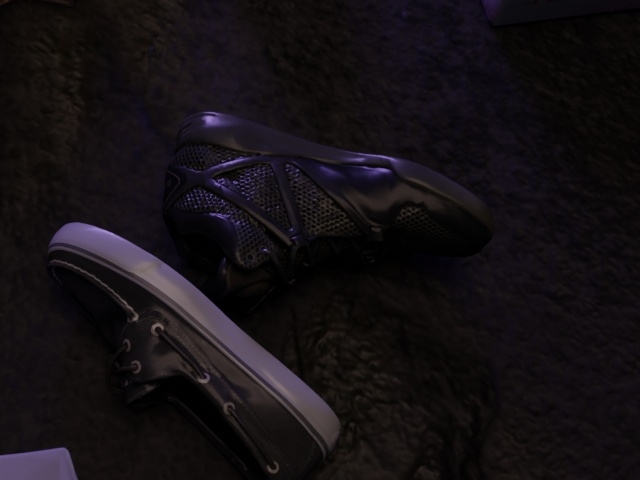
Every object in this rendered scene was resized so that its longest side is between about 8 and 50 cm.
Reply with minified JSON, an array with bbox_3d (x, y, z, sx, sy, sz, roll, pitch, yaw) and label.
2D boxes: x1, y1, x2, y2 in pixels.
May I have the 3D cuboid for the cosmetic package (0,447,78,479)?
[{"bbox_3d":[-0.299,0.216,0.588,0.385,0.217,0.156,0,59,-43],"label":"cosmetic package"}]

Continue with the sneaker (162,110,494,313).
[{"bbox_3d":[0.000,0.000,0.914,0.227,0.087,0.130,14,63,-1],"label":"sneaker"}]

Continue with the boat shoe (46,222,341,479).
[{"bbox_3d":[-0.095,0.081,0.860,0.228,0.080,0.076,40,61,1],"label":"boat shoe"}]

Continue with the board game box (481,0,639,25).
[{"bbox_3d":[0.248,-0.345,1.153,0.319,0.066,0.318,-9,66,-16],"label":"board game box"}]

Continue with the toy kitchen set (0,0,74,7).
[{"bbox_3d":[-0.219,-0.174,0.964,0.075,0.068,0.083,11,62,-6],"label":"toy kitchen set"}]
